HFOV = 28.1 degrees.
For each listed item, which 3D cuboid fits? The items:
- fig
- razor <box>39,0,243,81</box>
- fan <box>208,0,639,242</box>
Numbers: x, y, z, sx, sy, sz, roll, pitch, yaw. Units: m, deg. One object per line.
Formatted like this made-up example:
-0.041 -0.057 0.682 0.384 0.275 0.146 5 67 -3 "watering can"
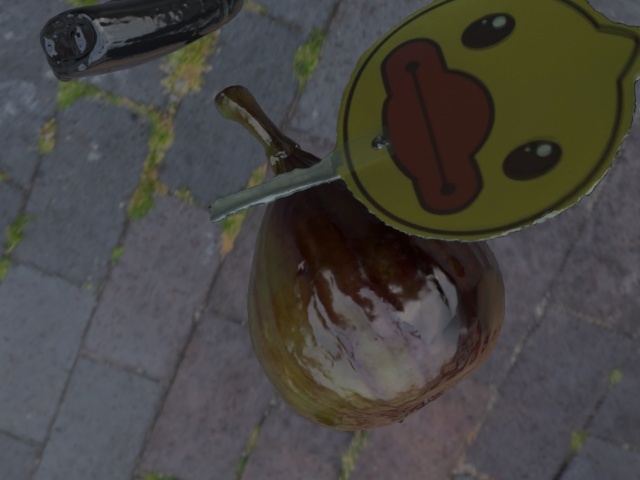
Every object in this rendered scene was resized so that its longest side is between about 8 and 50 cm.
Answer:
0.000 0.000 1.051 0.217 0.217 0.321 -41 78 17 "fig"
-0.131 -0.159 0.942 0.090 0.148 0.054 -13 103 48 "razor"
0.072 -0.080 0.898 0.335 0.229 0.011 -20 141 12 "fan"
